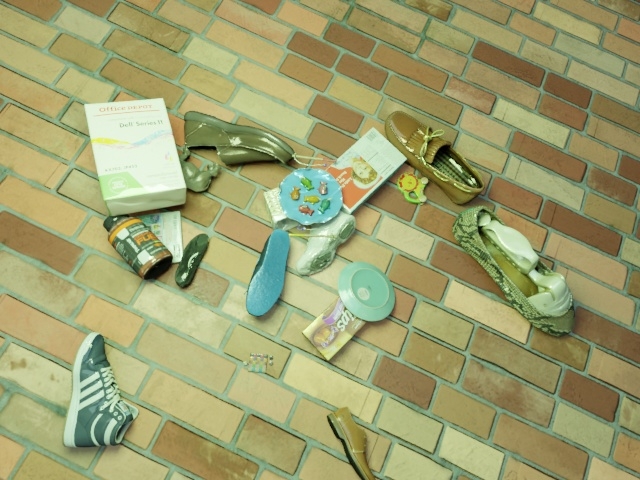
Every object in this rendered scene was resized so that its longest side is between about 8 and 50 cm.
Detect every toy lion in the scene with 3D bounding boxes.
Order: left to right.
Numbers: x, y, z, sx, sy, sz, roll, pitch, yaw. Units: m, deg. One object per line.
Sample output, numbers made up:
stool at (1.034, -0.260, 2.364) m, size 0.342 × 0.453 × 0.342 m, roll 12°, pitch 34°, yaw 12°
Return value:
toy lion at (0.295, -0.170, 1.313) m, size 0.096 × 0.034 × 0.100 m, roll 8°, pitch 74°, yaw 4°

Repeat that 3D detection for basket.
basket at (-0.081, -0.108, 1.217) m, size 0.167 × 0.113 × 0.103 m, roll -22°, pitch 74°, yaw -12°

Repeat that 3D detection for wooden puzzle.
wooden puzzle at (-0.175, 0.343, 1.137) m, size 0.083 × 0.006 × 0.049 m, roll 8°, pitch 74°, yaw -4°

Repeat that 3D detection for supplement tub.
supplement tub at (-0.512, 0.008, 1.126) m, size 0.198 × 0.106 × 0.106 m, roll 45°, pitch 75°, yaw 7°

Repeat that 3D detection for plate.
plate at (0.139, 0.141, 1.178) m, size 0.188 × 0.024 × 0.188 m, roll 12°, pitch 56°, yaw -19°

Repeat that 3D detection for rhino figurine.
rhino figurine at (-0.432, -0.227, 1.235) m, size 0.243 × 0.073 × 0.106 m, roll 25°, pitch 71°, yaw 3°

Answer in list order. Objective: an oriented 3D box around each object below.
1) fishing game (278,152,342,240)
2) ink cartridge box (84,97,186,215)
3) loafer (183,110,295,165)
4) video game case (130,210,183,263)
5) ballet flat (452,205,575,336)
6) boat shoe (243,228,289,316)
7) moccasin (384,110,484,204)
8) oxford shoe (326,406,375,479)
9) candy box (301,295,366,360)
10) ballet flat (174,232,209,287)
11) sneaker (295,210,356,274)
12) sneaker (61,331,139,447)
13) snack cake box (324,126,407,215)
fishing game at (-0.028, -0.132, 1.150) m, size 0.189 × 0.041 × 0.264 m, roll 6°, pitch 69°, yaw -4°
ink cartridge box at (-0.514, -0.265, 1.120) m, size 0.207 × 0.119 × 0.353 m, roll -14°, pitch 76°, yaw -22°
loafer at (-0.254, -0.286, 1.254) m, size 0.366 × 0.134 × 0.130 m, roll 17°, pitch 92°, yaw 8°
video game case at (-0.482, -0.004, 1.197) m, size 0.143 × 0.019 × 0.157 m, roll -7°, pitch 76°, yaw -7°
ballet flat at (0.593, 0.088, 1.191) m, size 0.164 × 0.182 × 0.483 m, roll -39°, pitch 82°, yaw -15°
boat shoe at (-0.144, 0.098, 1.170) m, size 0.109 × 0.089 × 0.258 m, roll 27°, pitch 68°, yaw -11°
moccasin at (0.358, -0.273, 1.284) m, size 0.139 × 0.147 × 0.380 m, roll -37°, pitch 81°, yaw -14°
oxford shoe at (0.099, 0.547, 1.077) m, size 0.076 × 0.076 × 0.212 m, roll -23°, pitch 78°, yaw -22°
candy box at (0.050, 0.239, 1.164) m, size 0.186 × 0.053 × 0.109 m, roll -41°, pitch 82°, yaw -13°
ballet flat at (-0.376, 0.055, 1.184) m, size 0.057 × 0.049 × 0.173 m, roll 20°, pitch 67°, yaw 4°
sneaker at (0.000, 0.000, 1.219) m, size 0.232 × 0.090 × 0.115 m, roll -48°, pitch 52°, yaw -4°
sneaker at (-0.548, 0.383, 1.041) m, size 0.153 × 0.099 × 0.282 m, roll 5°, pitch 81°, yaw 1°
snack cake box at (0.123, -0.209, 1.275) m, size 0.264 × 0.089 × 0.152 m, roll -43°, pitch 84°, yaw -14°
